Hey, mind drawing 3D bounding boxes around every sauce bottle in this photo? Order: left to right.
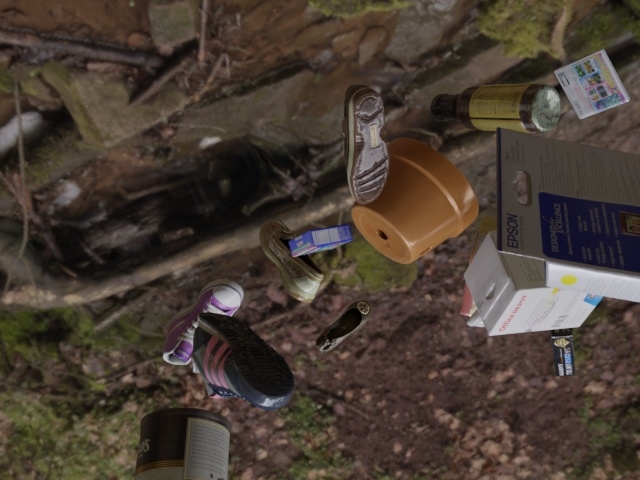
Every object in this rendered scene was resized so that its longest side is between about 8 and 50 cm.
[{"bbox_3d":[0.400,-0.316,1.590,0.111,0.111,0.344,-18,-159,-30],"label":"sauce bottle"}]

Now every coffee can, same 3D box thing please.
[{"bbox_3d":[-0.296,0.523,1.424,0.201,0.275,0.201,-2,143,-1],"label":"coffee can"}]

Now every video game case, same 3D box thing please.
[{"bbox_3d":[0.722,-0.415,1.789,0.143,0.157,0.019,-18,-160,51],"label":"video game case"}]

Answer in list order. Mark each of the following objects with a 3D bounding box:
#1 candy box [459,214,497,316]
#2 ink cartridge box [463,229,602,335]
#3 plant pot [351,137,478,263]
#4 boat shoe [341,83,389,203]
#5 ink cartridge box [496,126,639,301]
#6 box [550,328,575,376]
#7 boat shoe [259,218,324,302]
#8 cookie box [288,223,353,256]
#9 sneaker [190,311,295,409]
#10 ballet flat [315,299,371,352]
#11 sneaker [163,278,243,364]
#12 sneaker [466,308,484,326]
[{"bbox_3d":[0.479,0.071,1.946,0.316,0.087,0.183,-52,150,-60],"label":"candy box"},{"bbox_3d":[0.468,0.086,1.468,0.233,0.168,0.171,-3,140,-16],"label":"ink cartridge box"},{"bbox_3d":[0.214,-0.081,1.666,0.203,0.291,0.291,-46,166,-17],"label":"plant pot"},{"bbox_3d":[0.088,-0.205,1.412,0.095,0.095,0.257,-12,124,-21],"label":"boat shoe"},{"bbox_3d":[0.420,-0.042,1.044,0.307,0.303,0.072,9,136,6],"label":"ink cartridge box"},{"bbox_3d":[0.777,0.247,2.177,0.073,0.295,0.293,-6,144,19],"label":"box"},{"bbox_3d":[-0.066,0.033,1.666,0.104,0.285,0.089,16,118,-40],"label":"boat shoe"},{"bbox_3d":[0.000,0.000,1.453,0.107,0.040,0.092,-10,172,-35],"label":"cookie box"},{"bbox_3d":[-0.145,0.240,1.188,0.112,0.319,0.131,12,100,-29],"label":"sneaker"},{"bbox_3d":[0.081,0.282,2.243,0.250,0.084,0.058,-37,163,-25],"label":"ballet flat"},{"bbox_3d":[-0.297,0.220,1.679,0.102,0.161,0.282,35,126,-19],"label":"sneaker"},{"bbox_3d":[0.439,0.176,1.613,0.212,0.080,0.094,3,150,-34],"label":"sneaker"}]
